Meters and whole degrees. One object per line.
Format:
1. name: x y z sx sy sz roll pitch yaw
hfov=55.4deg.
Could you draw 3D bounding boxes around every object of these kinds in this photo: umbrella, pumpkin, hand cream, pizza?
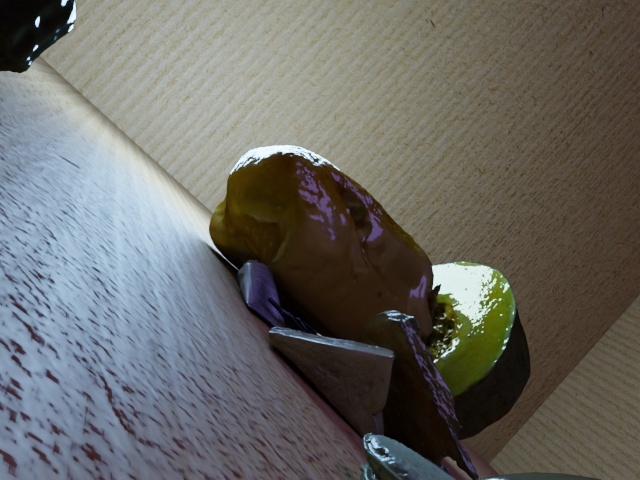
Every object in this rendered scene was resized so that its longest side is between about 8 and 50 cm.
1. umbrella: 0.020 0.175 0.860 0.269 0.044 0.044 44 35 -19
2. pumpkin: 0.252 0.220 1.177 0.199 0.332 0.332 47 -5 -32
3. hand cream: -0.088 0.076 0.867 0.084 0.053 0.142 44 12 -33
4. pizza: 0.109 0.189 0.723 0.262 0.034 0.181 -131 -139 -52

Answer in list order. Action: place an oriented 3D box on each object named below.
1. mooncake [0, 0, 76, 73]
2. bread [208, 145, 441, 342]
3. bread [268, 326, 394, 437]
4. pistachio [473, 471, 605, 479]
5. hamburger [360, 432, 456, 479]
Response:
1. mooncake: -0.371 -0.283 0.633 0.228 0.124 0.228 31 -22 14
2. bread: 0.000 0.000 1.080 0.394 0.250 0.361 44 -14 -26
3. bread: 0.007 0.162 0.689 0.152 0.105 0.077 11 -8 8
4. pistachio: 0.134 0.175 0.234 0.136 0.136 0.226 45 -13 -35
5. hamburger: 0.075 0.191 0.433 0.121 0.054 0.084 40 1 1
